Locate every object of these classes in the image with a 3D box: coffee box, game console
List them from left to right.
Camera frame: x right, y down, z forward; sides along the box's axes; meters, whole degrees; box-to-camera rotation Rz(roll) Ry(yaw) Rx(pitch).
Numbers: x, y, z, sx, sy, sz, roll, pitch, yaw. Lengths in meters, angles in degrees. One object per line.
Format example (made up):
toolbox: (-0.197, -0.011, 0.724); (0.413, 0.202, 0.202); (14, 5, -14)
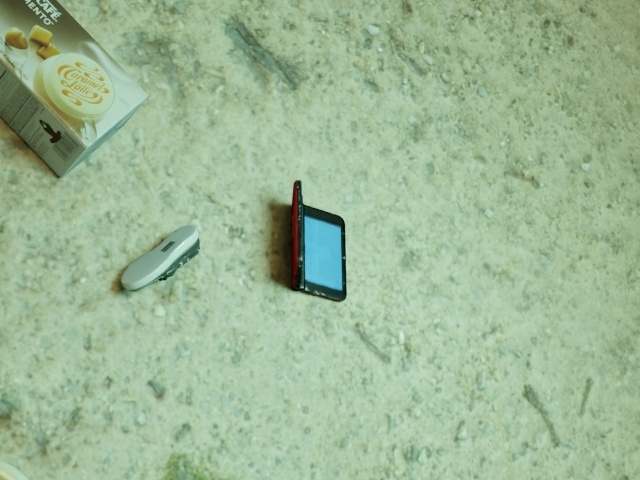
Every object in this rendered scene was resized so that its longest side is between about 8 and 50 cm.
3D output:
coffee box: (-0.377, -0.229, 1.962); (0.246, 0.098, 0.141); (47, 50, -4)
game console: (0.000, 0.000, 2.102); (0.085, 0.124, 0.144); (1, 62, -4)

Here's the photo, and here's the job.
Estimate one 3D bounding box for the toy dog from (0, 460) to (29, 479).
toy dog: (-0.445, 0.422, 1.444); (0.408, 0.284, 0.395); (0, 84, -25)

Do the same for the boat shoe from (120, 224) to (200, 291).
boat shoe: (-0.212, 0.032, 1.969); (0.142, 0.049, 0.040); (-41, 130, -35)
